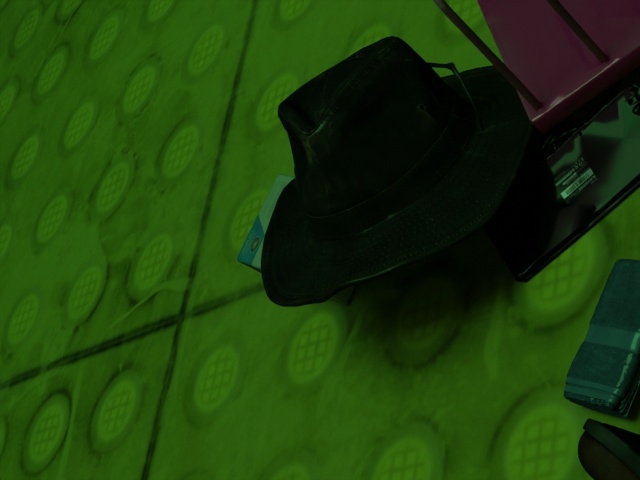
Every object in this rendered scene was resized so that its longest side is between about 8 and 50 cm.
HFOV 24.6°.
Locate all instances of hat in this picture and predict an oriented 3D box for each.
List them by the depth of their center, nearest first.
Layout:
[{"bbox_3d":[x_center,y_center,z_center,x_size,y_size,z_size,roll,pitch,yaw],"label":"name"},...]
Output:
[{"bbox_3d":[0.042,-0.098,1.322,0.331,0.134,0.331,-28,26,16],"label":"hat"}]

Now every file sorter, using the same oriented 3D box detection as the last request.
[{"bbox_3d":[0.226,-0.281,1.211,0.290,0.182,0.202,-36,38,19],"label":"file sorter"}]

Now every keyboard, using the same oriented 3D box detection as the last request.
[{"bbox_3d":[0.219,-0.055,1.242,0.192,0.038,0.100,-43,59,26],"label":"keyboard"}]

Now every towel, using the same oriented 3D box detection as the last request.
[{"bbox_3d":[0.230,0.073,1.113,0.067,0.029,0.119,11,76,57],"label":"towel"}]

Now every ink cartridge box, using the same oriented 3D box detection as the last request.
[{"bbox_3d":[0.000,0.000,1.470,0.180,0.060,0.104,17,79,58],"label":"ink cartridge box"}]

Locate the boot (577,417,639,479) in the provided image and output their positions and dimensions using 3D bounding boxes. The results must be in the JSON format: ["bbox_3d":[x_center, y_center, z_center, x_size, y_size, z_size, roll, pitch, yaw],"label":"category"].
[{"bbox_3d":[0.193,0.286,0.974,0.280,0.096,0.264,-61,38,14],"label":"boot"}]
